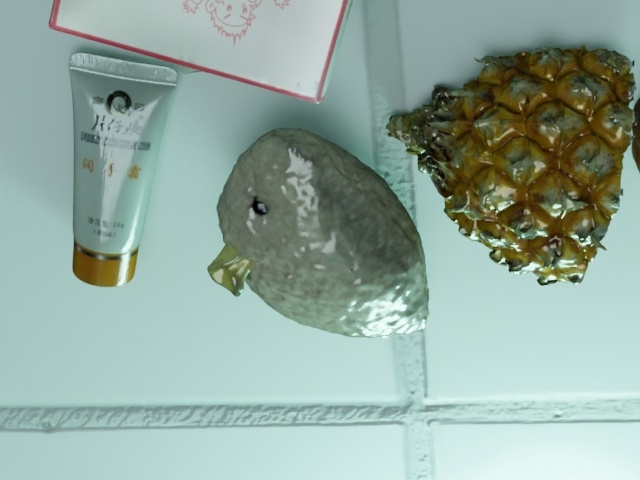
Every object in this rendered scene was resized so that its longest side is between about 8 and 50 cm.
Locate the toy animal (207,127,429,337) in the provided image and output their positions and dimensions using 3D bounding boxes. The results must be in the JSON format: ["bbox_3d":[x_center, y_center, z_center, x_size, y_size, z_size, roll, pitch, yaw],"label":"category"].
[{"bbox_3d":[0.004,0.005,1.887,0.226,0.188,0.358,-25,118,33],"label":"toy animal"}]

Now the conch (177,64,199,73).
[{"bbox_3d":[-0.154,-0.274,1.802,0.104,0.094,0.176,-37,85,39],"label":"conch"}]

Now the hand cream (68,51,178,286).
[{"bbox_3d":[-0.263,-0.093,1.922,0.139,0.089,0.314,7,116,0],"label":"hand cream"}]

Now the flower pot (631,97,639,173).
[{"bbox_3d":[0.473,-0.096,1.778,0.190,0.173,0.191,3,121,5],"label":"flower pot"}]

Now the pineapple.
[{"bbox_3d":[0.214,-0.070,1.800,0.286,0.209,0.344,10,125,0],"label":"pineapple"}]

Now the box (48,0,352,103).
[{"bbox_3d":[-0.093,-0.364,1.572,0.314,0.300,0.312,15,115,-3],"label":"box"}]
